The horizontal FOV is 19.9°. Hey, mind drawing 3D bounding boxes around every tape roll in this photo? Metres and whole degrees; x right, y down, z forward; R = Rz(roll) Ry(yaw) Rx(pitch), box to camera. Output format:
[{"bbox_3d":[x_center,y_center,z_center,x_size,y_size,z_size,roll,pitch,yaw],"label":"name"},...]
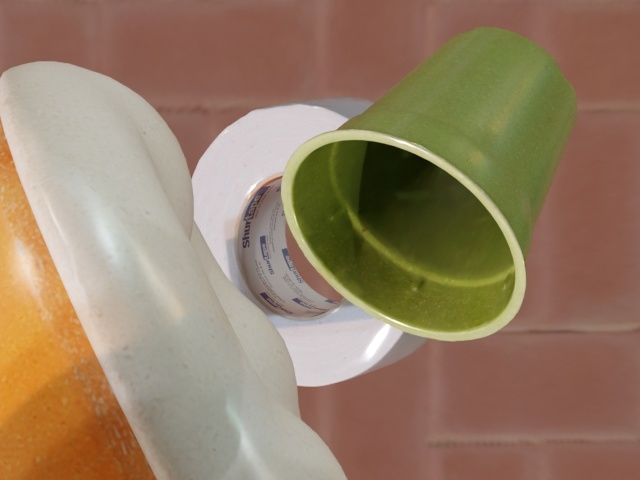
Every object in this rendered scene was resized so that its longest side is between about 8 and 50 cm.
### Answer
[{"bbox_3d":[0.000,0.000,1.410,0.219,0.072,0.219,6,102,31],"label":"tape roll"}]

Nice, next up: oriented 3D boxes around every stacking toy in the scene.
[{"bbox_3d":[-0.217,0.172,0.744,0.480,0.350,0.350,-27,90,-2],"label":"stacking toy"}]

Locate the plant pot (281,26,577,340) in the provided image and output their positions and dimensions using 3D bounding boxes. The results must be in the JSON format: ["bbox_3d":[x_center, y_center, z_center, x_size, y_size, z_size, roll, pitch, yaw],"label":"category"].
[{"bbox_3d":[0.043,-0.025,0.576,0.083,0.083,0.079,37,53,-1],"label":"plant pot"}]
